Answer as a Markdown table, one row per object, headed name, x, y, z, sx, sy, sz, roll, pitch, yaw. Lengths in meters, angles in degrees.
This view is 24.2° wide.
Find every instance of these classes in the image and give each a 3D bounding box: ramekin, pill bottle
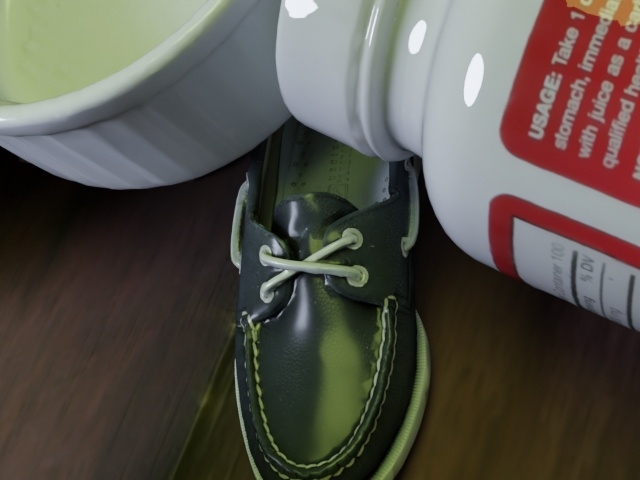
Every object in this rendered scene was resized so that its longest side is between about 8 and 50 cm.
| name | x | y | z | sx | sy | sz | roll | pitch | yaw |
| --- | --- | --- | --- | --- | --- | --- | --- | --- | --- |
| ramekin | -0.109 | -0.162 | 0.812 | 0.277 | 0.135 | 0.277 | -9 | 66 | 21 |
| pill bottle | 0.195 | -0.060 | 0.673 | 0.408 | 0.229 | 0.229 | 24 | 65 | 21 |

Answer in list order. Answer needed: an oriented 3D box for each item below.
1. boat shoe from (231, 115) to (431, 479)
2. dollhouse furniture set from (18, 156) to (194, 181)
| name | x | y | z | sx | sy | sz | roll | pitch | yaw |
| --- | --- | --- | --- | --- | --- | --- | --- | --- | --- |
| boat shoe | 0.000 | 0.000 | 0.808 | 0.114 | 0.091 | 0.302 | -8 | 53 | 12 |
| dollhouse furniture set | -0.094 | -0.115 | 0.963 | 0.144 | 0.123 | 0.151 | 8 | 92 | 23 |
